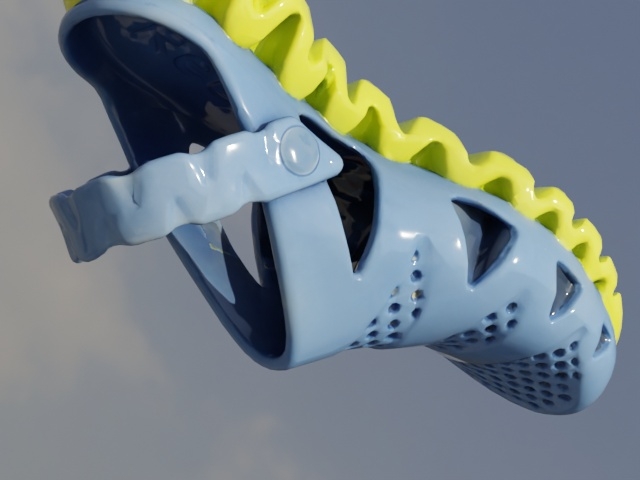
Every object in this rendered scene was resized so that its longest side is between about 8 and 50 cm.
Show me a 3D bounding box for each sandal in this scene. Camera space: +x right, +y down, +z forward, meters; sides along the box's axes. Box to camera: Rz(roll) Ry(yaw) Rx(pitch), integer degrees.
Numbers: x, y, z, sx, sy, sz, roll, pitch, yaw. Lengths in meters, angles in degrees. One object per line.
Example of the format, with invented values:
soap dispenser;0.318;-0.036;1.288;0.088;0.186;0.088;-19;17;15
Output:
sandal;0.000;0.000;0.764;0.317;0.138;0.126;33;-30;-24
